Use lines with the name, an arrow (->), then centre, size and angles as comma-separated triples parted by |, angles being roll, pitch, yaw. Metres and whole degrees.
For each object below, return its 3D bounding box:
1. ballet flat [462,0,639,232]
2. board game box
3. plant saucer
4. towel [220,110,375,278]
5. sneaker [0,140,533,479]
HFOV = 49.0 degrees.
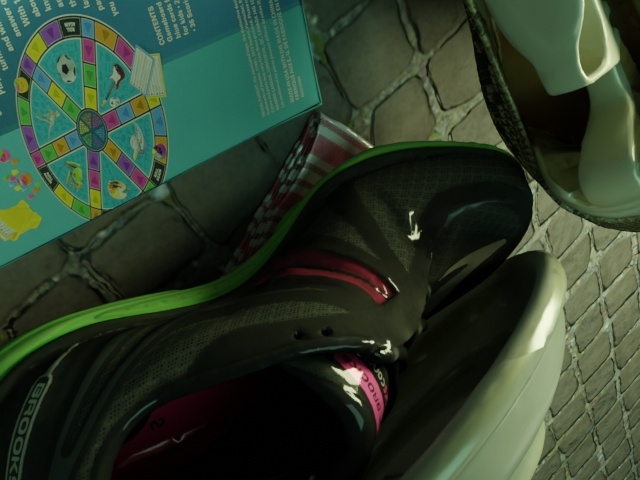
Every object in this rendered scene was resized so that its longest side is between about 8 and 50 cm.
ballet flat -> 0.187, -0.141, 0.528 | 0.483, 0.164, 0.182 | 54, 31, -27
board game box -> -0.172, -0.127, 0.370 | 0.336, 0.079, 0.254 | -31, 131, -23
plant saucer -> 0.071, 0.181, 0.575 | 0.400, 0.100, 0.400 | -45, 178, -2
towel -> 0.000, 0.000, 0.629 | 0.144, 0.029, 0.197 | 24, 97, -46
sneaker -> 0.001, 0.081, 0.508 | 0.482, 0.202, 0.185 | -32, 130, -26
